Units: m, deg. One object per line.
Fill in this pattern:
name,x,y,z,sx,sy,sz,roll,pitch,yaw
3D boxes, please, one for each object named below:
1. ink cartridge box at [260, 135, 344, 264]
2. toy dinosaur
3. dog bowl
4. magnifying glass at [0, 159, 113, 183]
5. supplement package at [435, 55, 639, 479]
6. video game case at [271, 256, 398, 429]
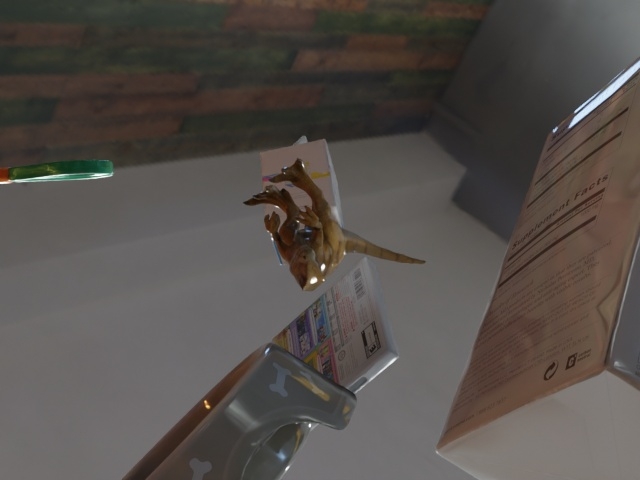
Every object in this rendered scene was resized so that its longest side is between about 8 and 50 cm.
ink cartridge box,-0.023,-0.056,1.241,0.090,0.092,0.143,-11,-133,4
toy dinosaur,0.000,0.000,0.724,0.112,0.064,0.211,57,-159,5
dog bowl,-0.122,0.239,0.938,0.102,0.349,0.349,45,-151,-1
magnifying glass,-0.398,-0.090,1.314,0.231,0.026,0.092,-2,-179,4
supplement package,0.182,0.025,0.503,0.139,0.134,0.244,34,-126,-8
video game case,0.013,0.142,1.276,0.023,0.193,0.212,38,-159,-26
